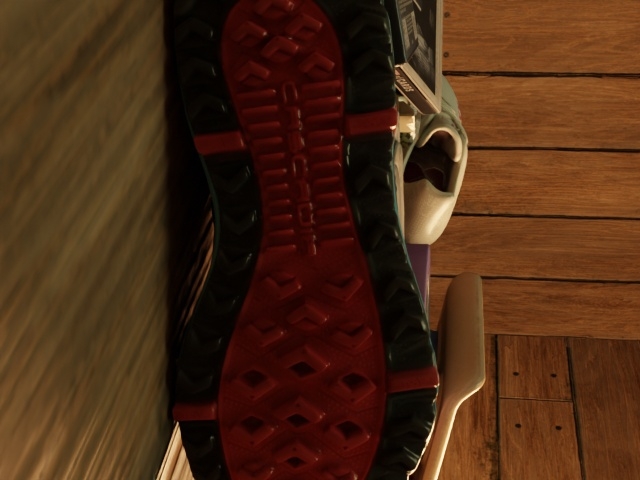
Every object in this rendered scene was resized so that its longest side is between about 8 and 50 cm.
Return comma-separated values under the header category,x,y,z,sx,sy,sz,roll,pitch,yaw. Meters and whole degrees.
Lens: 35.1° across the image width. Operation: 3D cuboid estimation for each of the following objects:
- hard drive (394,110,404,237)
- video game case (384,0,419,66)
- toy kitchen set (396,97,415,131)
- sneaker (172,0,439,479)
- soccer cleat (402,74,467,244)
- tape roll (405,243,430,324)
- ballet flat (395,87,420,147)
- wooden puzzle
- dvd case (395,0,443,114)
category,x,y,z,sx,sy,sz,roll,pitch,yaw
hard drive,0.031,0.083,0.825,0.237,0.064,0.339,-73,164,-60
video game case,0.042,-0.282,0.797,0.196,0.026,0.274,-61,141,-73
toy kitchen set,0.050,-0.137,0.891,0.083,0.068,0.075,74,19,-67
sneaker,0.000,0.000,0.437,0.125,0.104,0.262,-51,142,-81
soccer cleat,0.147,-0.135,1.315,0.143,0.116,0.331,123,-19,-49
tape roll,0.076,0.097,1.091,0.189,0.080,0.189,2,90,-81
ballet flat,0.080,-0.189,1.174,0.070,0.070,0.188,-73,162,-62
wooden puzzle,0.119,0.241,1.310,0.322,0.080,0.348,-70,177,-67
dvd case,0.080,-0.249,1.020,0.238,0.029,0.179,29,62,-65
